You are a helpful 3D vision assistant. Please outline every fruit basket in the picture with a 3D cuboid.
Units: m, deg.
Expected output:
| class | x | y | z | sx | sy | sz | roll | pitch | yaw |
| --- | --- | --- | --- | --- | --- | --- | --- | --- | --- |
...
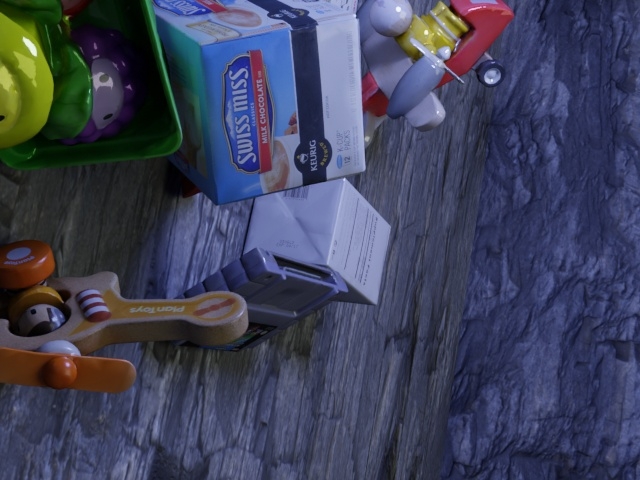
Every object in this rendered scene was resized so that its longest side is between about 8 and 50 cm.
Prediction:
| class | x | y | z | sx | sy | sz | roll | pitch | yaw |
| --- | --- | --- | --- | --- | --- | --- | --- | --- | --- |
| fruit basket | -0.335 | -0.229 | 1.405 | 0.392 | 0.283 | 0.392 | -6 | 90 | -82 |

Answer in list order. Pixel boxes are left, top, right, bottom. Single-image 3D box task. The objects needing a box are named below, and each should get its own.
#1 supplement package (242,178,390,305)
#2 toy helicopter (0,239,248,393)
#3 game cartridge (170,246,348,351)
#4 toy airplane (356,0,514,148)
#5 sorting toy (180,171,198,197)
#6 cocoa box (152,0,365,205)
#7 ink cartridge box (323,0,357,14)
| class | x | y | z | sx | sy | sz | roll | pitch | yaw |
| --- | --- | --- | --- | --- | --- | --- | --- | --- | --- |
| supplement package | 0.000 | 0.000 | 2.322 | 0.293 | 0.177 | 0.175 | 42 | 57 | -63 |
| toy helicopter | -0.267 | 0.107 | 1.482 | 0.235 | 0.355 | 0.140 | -79 | 164 | -62 |
| game cartridge | -0.113 | 0.110 | 2.039 | 0.068 | 0.230 | 0.355 | 59 | 15 | 18 |
| toy airplane | 0.154 | -0.371 | 2.423 | 0.384 | 0.386 | 0.272 | -57 | 135 | -29 |
| sorting toy | -0.153 | -0.174 | 2.063 | 0.126 | 0.127 | 0.365 | 62 | 24 | -2 |
| cocoa box | -0.116 | -0.227 | 1.710 | 0.228 | 0.347 | 0.231 | -14 | 117 | -21 |
| ink cartridge box | -0.004 | -0.448 | 2.283 | 0.219 | 0.092 | 0.160 | -47 | 152 | -55 |
